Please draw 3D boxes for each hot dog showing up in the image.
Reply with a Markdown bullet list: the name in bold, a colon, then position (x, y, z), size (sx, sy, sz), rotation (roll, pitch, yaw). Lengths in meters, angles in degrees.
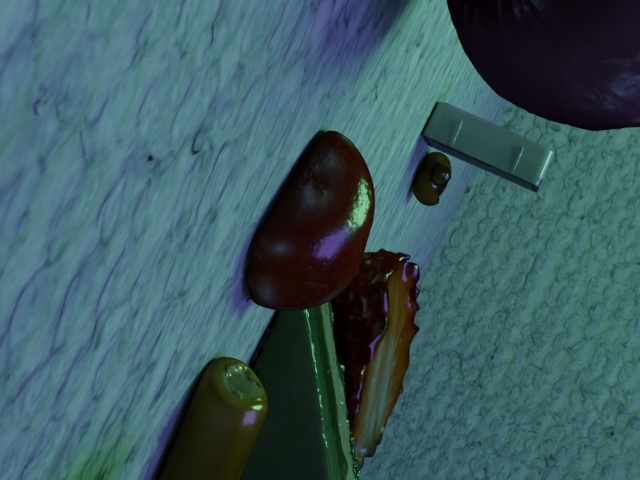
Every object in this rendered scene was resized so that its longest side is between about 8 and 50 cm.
- **hot dog**: position (0.198, -0.108, 1.756), size (0.140, 0.060, 0.090), rotation (82, 31, -67)

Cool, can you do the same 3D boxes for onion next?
- **onion**: position (0.234, -0.287, 0.892), size (0.358, 0.344, 0.358), rotation (-60, -172, 14)

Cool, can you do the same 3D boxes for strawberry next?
- **strawberry**: position (0.030, 0.157, 1.387), size (0.265, 0.149, 0.336), rotation (-39, 144, -57)

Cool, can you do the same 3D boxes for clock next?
- **clock**: position (0.265, -0.146, 1.599), size (0.063, 0.197, 0.150), rotation (-65, 170, 3)

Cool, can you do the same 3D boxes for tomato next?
- **tomato**: position (0.003, -0.002, 0.960), size (0.166, 0.082, 0.174), rotation (-59, 167, -25)

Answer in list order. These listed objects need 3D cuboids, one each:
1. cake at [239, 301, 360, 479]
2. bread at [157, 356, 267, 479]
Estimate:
- **cake**: position (-0.001, 0.188, 1.193), size (0.284, 0.172, 0.158), rotation (-66, 172, 2)
- **bread**: position (-0.115, 0.228, 0.981), size (0.239, 0.073, 0.092), rotation (-67, 165, 17)
